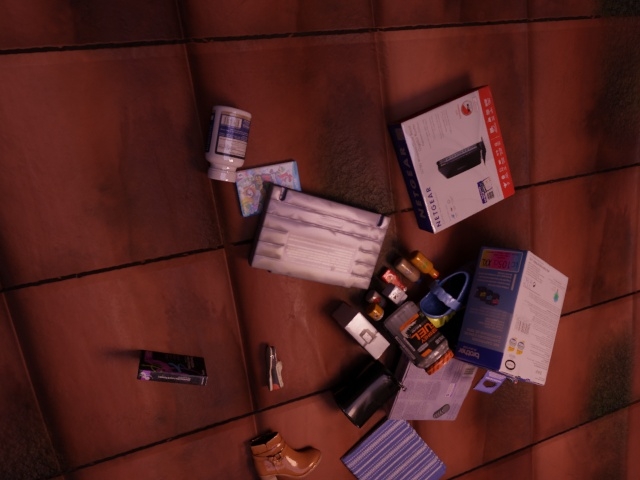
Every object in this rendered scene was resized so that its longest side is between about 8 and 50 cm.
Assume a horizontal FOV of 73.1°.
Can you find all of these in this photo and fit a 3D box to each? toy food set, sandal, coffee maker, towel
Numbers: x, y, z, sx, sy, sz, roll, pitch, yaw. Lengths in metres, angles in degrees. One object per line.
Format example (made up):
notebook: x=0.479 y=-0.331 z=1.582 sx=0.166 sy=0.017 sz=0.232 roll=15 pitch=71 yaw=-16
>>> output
toy food set: x=0.230 y=0.143 z=1.261 sx=0.104 sy=0.111 sz=0.232 roll=39 pitch=84 yaw=-21
sandal: x=0.423 y=0.138 z=1.290 sx=0.317 sy=0.126 sz=0.138 roll=-31 pitch=145 yaw=-23
coffee maker: x=0.136 y=0.443 z=1.258 sx=0.178 sy=0.171 sz=0.120 roll=-42 pitch=84 yaw=-10
towel: x=0.251 y=0.742 z=1.436 sx=0.243 sy=0.040 sz=0.336 roll=-40 pitch=109 yaw=-6

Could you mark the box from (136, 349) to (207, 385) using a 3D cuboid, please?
box: x=-0.370 y=0.319 z=1.085 sx=0.162 sy=0.116 sz=0.029 roll=15 pitch=94 yaw=-22

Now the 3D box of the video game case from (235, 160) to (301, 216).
video game case: x=-0.134 y=-0.136 z=1.130 sx=0.166 sy=0.015 sz=0.119 roll=-14 pitch=105 yaw=-17

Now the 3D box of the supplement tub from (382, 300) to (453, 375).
supplement tub: x=0.275 y=0.275 z=1.216 sx=0.117 sy=0.117 sz=0.190 roll=-39 pitch=73 yaw=-8

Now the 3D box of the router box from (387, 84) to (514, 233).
router box: x=0.387 y=-0.232 z=1.257 sx=0.301 sy=0.082 sz=0.335 roll=-26 pitch=108 yaw=-13

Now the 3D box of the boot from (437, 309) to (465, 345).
boot: x=0.466 y=0.235 z=1.370 sx=0.207 sy=0.094 sz=0.246 roll=20 pitch=100 yaw=-25

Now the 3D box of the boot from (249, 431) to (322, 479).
boot: x=-0.101 y=0.622 z=1.265 sx=0.197 sy=0.073 sz=0.152 roll=-21 pitch=103 yaw=-17

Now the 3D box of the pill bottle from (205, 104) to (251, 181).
pill bottle: x=-0.225 y=-0.229 z=1.038 sx=0.094 sy=0.094 sz=0.169 roll=9 pitch=98 yaw=-21

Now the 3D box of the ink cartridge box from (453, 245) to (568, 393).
ink cartridge box: x=0.541 y=0.246 z=1.231 sx=0.270 sy=0.151 sz=0.395 roll=24 pitch=77 yaw=-35

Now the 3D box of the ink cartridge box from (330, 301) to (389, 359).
ink cartridge box: x=0.114 y=0.258 z=1.245 sx=0.063 sy=0.109 sz=0.150 roll=-46 pitch=111 yaw=-8

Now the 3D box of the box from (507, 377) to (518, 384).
box: x=0.576 y=0.411 z=1.422 sx=0.094 sy=0.137 sz=0.027 roll=43 pitch=84 yaw=-21

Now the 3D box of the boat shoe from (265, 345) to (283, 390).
boat shoe: x=-0.128 y=0.357 z=1.214 sx=0.043 sy=0.049 sz=0.137 roll=-7 pitch=105 yaw=-21

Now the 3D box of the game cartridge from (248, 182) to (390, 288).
game cartridge: x=0.000 y=0.000 z=1.174 sx=0.355 sy=0.068 sz=0.230 roll=14 pitch=103 yaw=-23

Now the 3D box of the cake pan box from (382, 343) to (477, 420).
cake pan box: x=0.346 y=0.443 z=1.349 sx=0.246 sy=0.070 sz=0.266 roll=6 pitch=113 yaw=-18
